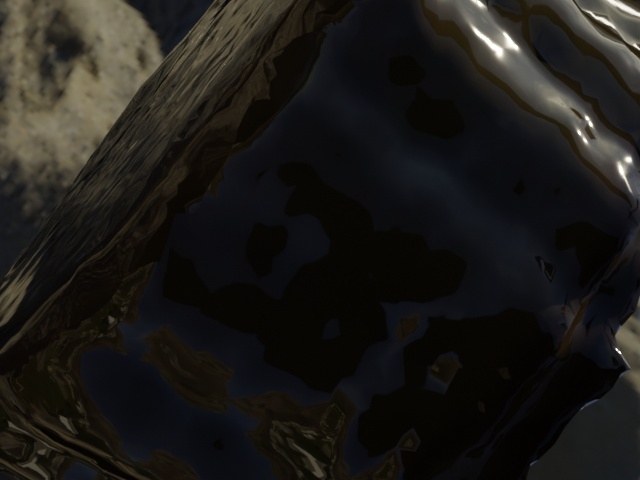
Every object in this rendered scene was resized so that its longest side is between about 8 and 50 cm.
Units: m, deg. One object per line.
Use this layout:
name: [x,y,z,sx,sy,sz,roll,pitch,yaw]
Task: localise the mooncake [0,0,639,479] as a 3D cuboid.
mooncake: [0.000,-0.002,0.605,0.324,0.187,0.324,-49,-167,15]
